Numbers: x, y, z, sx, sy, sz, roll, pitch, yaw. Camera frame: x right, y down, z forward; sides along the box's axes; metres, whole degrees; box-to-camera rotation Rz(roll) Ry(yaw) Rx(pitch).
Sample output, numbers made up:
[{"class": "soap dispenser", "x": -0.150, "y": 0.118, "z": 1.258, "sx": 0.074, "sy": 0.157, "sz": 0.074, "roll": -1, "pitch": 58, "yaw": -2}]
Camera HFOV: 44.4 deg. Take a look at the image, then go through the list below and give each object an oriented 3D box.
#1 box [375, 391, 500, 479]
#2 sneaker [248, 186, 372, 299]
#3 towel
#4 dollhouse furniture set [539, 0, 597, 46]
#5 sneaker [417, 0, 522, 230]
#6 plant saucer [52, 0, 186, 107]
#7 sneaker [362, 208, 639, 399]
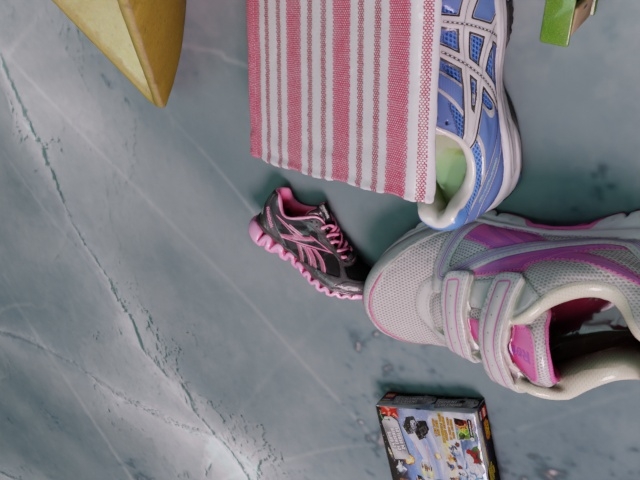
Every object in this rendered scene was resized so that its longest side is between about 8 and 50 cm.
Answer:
[{"class": "box", "x": 0.106, "y": 0.199, "z": 0.678, "sx": 0.094, "sy": 0.027, "sz": 0.137, "roll": -3, "pitch": 108, "yaw": 34}, {"class": "sneaker", "x": 0.000, "y": 0.000, "z": 0.622, "sx": 0.119, "sy": 0.047, "sz": 0.057, "roll": 33, "pitch": 121, "yaw": 9}, {"class": "towel", "x": 0.010, "y": -0.109, "z": 0.478, "sx": 0.197, "sy": 0.029, "sz": 0.144, "roll": 22, "pitch": 118, "yaw": 54}, {"class": "dollhouse furniture set", "x": 0.197, "y": -0.118, "z": 0.399, "sx": 0.152, "sy": 0.058, "sz": 0.076, "roll": 18, "pitch": 128, "yaw": 23}, {"class": "sneaker", "x": 0.073, "y": -0.104, "z": 0.475, "sx": 0.080, "sy": 0.081, "sz": 0.211, "roll": -5, "pitch": 115, "yaw": 37}, {"class": "plant saucer", "x": -0.194, "y": -0.257, "z": 0.462, "sx": 0.333, "sy": 0.081, "sz": 0.333, "roll": 45, "pitch": 172, "yaw": -2}, {"class": "sneaker", "x": 0.129, "y": 0.041, "z": 0.514, "sx": 0.252, "sy": 0.111, "sz": 0.102, "roll": -7, "pitch": 115, "yaw": 36}]
